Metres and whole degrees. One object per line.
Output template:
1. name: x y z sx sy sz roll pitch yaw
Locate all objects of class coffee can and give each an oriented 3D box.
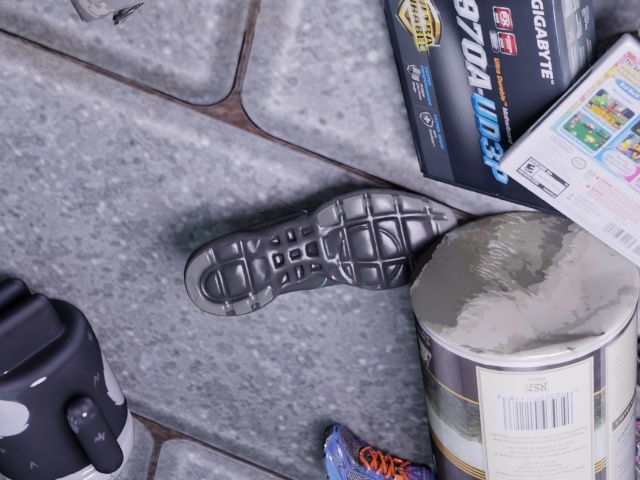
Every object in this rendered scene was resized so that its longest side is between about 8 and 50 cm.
1. coffee can: 0.196 0.141 1.133 0.201 0.201 0.275 5 129 19

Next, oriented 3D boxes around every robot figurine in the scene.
1. robot figurine: -0.321 0.180 1.409 0.173 0.209 0.278 -14 123 6

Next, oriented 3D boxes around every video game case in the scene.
1. video game case: 0.242 -0.063 0.924 0.157 0.019 0.143 33 124 -15

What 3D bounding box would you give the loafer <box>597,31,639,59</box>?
1. loafer: 0.335 -0.114 0.945 0.251 0.094 0.087 7 136 29

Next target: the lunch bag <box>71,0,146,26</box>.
1. lunch bag: -0.165 -0.326 0.885 0.256 0.212 0.305 -21 117 34

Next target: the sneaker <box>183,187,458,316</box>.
1. sneaker: 0.000 0.000 1.178 0.267 0.106 0.101 -10 103 6

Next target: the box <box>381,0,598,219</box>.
1. box: 0.142 -0.134 0.985 0.175 0.051 0.220 20 138 40

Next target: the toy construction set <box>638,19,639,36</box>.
1. toy construction set: 0.266 -0.243 0.755 0.257 0.237 0.309 17 133 9

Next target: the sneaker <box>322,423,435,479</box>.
1. sneaker: 0.087 0.278 1.391 0.087 0.083 0.221 -37 114 26

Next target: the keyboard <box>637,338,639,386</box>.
1. keyboard: 0.458 0.171 1.166 0.317 0.033 0.201 39 132 -13

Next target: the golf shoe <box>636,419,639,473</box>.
1. golf shoe: 0.387 0.253 1.237 0.186 0.067 0.086 35 167 13
